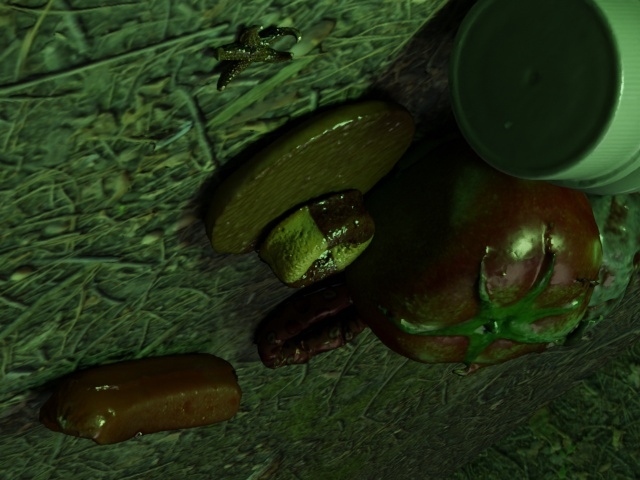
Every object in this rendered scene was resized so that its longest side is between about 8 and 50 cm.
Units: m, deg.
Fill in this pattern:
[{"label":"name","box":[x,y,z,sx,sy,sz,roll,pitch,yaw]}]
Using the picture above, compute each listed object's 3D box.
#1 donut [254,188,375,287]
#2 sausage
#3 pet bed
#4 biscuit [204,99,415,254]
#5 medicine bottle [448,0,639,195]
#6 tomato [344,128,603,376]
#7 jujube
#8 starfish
[{"label":"donut","box":[0.000,0.000,1.785,0.140,0.059,0.140,-31,161,-12]},{"label":"sausage","box":[-0.217,0.194,1.988,0.102,0.102,0.330,-42,160,28]},{"label":"pet bed","box":[-0.001,0.112,2.189,0.201,0.053,0.201,-23,159,-9]},{"label":"biscuit","box":[-0.014,-0.070,1.719,0.262,0.037,0.262,-29,163,-10]},{"label":"medicine bottle","box":[0.297,-0.168,1.639,0.306,0.245,0.245,-6,149,-50]},{"label":"tomato","box":[0.184,0.007,1.881,0.303,0.239,0.303,-9,148,-6]},{"label":"jujube","box":[0.341,0.011,2.212,0.246,0.215,0.308,-34,162,-5]},{"label":"starfish","box":[-0.063,-0.166,1.415,0.091,0.028,0.078,-8,145,-45]}]
